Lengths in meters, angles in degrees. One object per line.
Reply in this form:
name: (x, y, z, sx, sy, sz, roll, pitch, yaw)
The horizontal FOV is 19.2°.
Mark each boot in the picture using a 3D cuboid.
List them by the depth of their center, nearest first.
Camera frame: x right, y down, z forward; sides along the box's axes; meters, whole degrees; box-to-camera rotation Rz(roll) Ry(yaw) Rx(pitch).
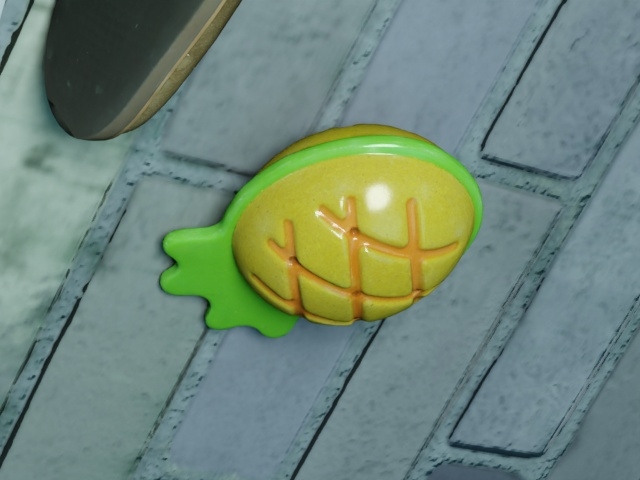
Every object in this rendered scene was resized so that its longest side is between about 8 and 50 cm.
boot: (-0.020, -0.168, 0.894, 0.115, 0.112, 0.305, 18, 111, -49)

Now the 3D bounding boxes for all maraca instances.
maraca: (0.000, 0.000, 1.031, 0.185, 0.099, 0.127, -25, 131, 24)

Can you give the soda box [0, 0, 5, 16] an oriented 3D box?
soda box: (-0.184, -0.141, 0.738, 0.069, 0.216, 0.074, 4, 120, -30)
